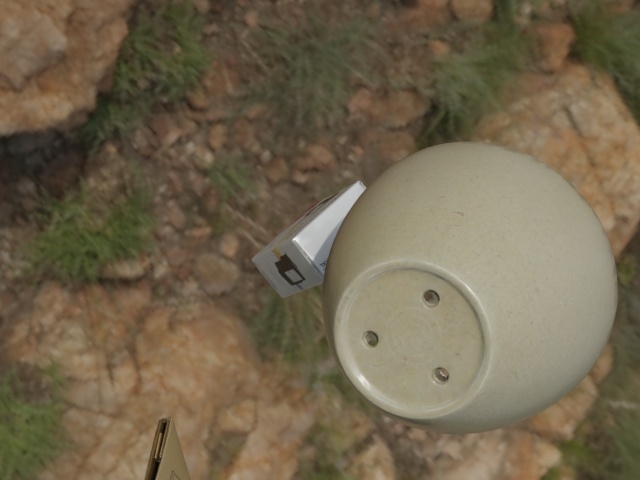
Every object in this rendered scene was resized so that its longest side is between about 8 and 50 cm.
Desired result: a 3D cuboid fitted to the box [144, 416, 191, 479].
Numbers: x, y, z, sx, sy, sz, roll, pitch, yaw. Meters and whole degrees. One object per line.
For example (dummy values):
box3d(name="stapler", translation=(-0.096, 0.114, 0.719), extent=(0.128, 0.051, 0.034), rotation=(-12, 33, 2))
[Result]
box3d(name="box", translation=(-0.199, 0.368, 1.792), extent=(0.021, 0.164, 0.201), rotation=(-7, 120, 7))

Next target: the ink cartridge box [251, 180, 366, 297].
box3d(name="ink cartridge box", translation=(0.000, 0.000, 1.734), extent=(0.127, 0.175, 0.072), rotation=(-42, 96, -22))

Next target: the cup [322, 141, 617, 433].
box3d(name="cup", translation=(0.134, 0.074, 1.413), extent=(0.331, 0.331, 0.237), rotation=(-66, 166, 20))
